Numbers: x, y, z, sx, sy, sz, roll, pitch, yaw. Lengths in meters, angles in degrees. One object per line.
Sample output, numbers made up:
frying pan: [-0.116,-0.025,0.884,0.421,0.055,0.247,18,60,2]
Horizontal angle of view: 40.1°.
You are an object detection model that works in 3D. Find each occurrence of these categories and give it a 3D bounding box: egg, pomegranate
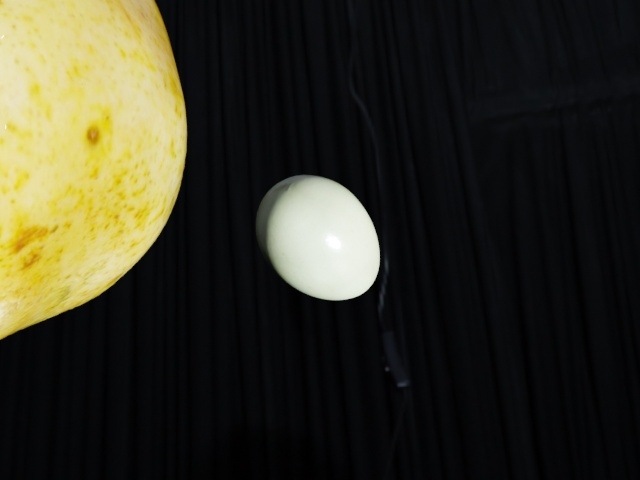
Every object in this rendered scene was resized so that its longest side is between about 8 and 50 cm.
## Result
egg: [0.000,0.000,1.506,0.189,0.188,0.253,-22,121,38]
pomegranate: [-0.306,-0.097,0.684,0.417,0.416,0.416,-3,157,-1]
